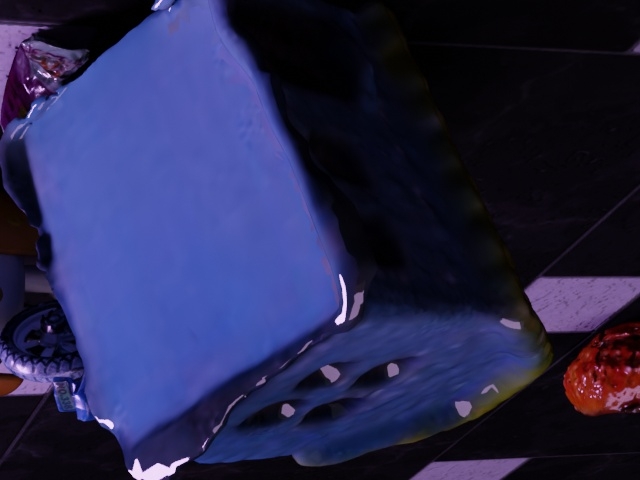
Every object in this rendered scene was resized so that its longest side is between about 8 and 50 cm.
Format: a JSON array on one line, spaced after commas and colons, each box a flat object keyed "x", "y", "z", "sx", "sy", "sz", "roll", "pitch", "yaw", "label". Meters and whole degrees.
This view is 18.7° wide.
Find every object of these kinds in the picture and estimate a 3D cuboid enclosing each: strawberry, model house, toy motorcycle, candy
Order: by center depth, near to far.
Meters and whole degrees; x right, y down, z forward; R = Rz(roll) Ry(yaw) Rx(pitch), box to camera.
[{"x": 0.000, "y": 0.000, "z": 1.137, "sx": 0.215, "sy": 0.237, "sz": 0.303, "roll": -36, "pitch": 156, "yaw": 28, "label": "model house"}, {"x": -0.167, "y": -0.085, "z": 1.160, "sx": 0.045, "sy": 0.043, "sz": 0.175, "roll": -13, "pitch": 161, "yaw": -20, "label": "candy"}, {"x": -0.093, "y": 0.035, "z": 1.262, "sx": 0.135, "sy": 0.092, "sz": 0.254, "roll": 18, "pitch": -142, "yaw": 34, "label": "toy motorcycle"}, {"x": 0.311, "y": 0.108, "z": 1.782, "sx": 0.188, "sy": 0.082, "sz": 0.121, "roll": -16, "pitch": 178, "yaw": -11, "label": "strawberry"}]

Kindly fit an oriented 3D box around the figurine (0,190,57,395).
[{"x": -0.267, "y": 0.032, "z": 1.259, "sx": 0.143, "sy": 0.143, "sz": 0.271, "roll": -29, "pitch": 161, "yaw": 37, "label": "figurine"}]
